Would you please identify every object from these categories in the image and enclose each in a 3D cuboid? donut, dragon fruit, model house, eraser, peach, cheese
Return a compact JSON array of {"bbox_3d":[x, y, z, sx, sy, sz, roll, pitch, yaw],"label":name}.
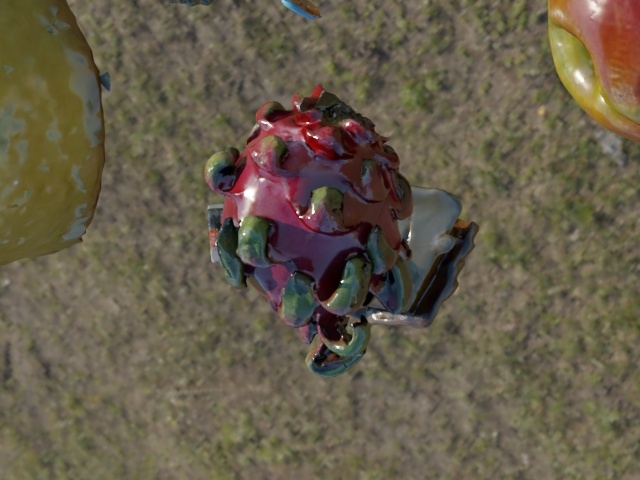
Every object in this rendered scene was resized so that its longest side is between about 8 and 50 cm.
[{"bbox_3d":[-0.250,-0.098,0.705,0.277,0.108,0.278,22,126,34],"label":"donut"},{"bbox_3d":[0.006,-0.007,1.139,0.218,0.198,0.273,55,-178,42],"label":"dragon fruit"},{"bbox_3d":[0.092,0.023,1.687,0.219,0.199,0.229,22,174,13],"label":"model house"},{"bbox_3d":[-0.132,-0.011,1.552,0.027,0.099,0.019,-4,146,-4],"label":"eraser"},{"bbox_3d":[0.417,-0.262,1.334,0.308,0.332,0.308,56,162,28],"label":"peach"},{"bbox_3d":[-0.040,-0.299,1.492,0.017,0.111,0.047,-59,40,17],"label":"cheese"}]

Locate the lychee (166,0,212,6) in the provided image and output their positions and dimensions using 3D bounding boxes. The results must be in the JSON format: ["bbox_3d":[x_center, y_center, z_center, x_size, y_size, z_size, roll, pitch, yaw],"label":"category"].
[{"bbox_3d":[-0.195,-0.494,1.856,0.270,0.270,0.320,-2,166,45],"label":"lychee"}]
